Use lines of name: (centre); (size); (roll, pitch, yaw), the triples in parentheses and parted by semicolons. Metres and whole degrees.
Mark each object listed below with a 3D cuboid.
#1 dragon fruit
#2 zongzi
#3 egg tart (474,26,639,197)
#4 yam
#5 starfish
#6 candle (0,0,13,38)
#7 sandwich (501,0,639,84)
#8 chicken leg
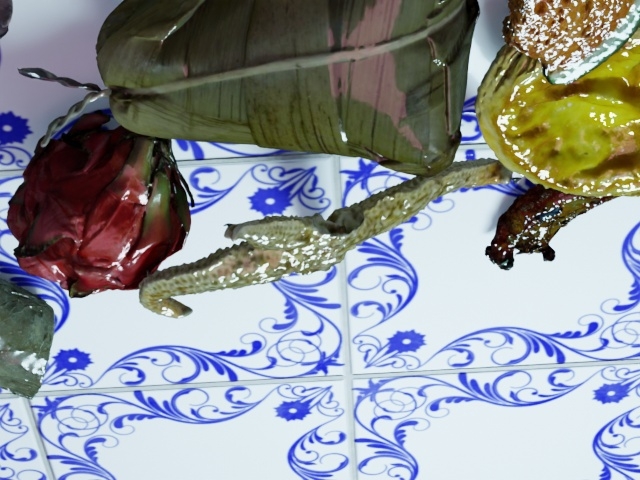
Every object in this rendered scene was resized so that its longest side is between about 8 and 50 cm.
dragon fruit: (-0.260, -0.047, 1.967); (0.234, 0.233, 0.293); (17, 153, -22)
zongzi: (-0.072, -0.322, 1.750); (0.500, 0.218, 0.466); (6, 116, 7)
egg tart: (0.350, -0.185, 1.917); (0.341, 0.132, 0.341); (-1, 141, 0)
yam: (-0.473, 0.114, 2.226); (0.254, 0.154, 0.154); (32, 129, -29)
starfish: (0.000, 0.000, 2.009); (0.432, 0.082, 0.324); (-18, 171, -36)
candle: (-0.506, -0.260, 1.703); (0.287, 0.317, 0.131); (51, 131, 4)
sandwich: (0.272, -0.263, 1.706); (0.159, 0.079, 0.235); (-4, 145, -6)
chicken leg: (0.307, -0.035, 2.147); (0.105, 0.063, 0.234); (18, 135, -29)
